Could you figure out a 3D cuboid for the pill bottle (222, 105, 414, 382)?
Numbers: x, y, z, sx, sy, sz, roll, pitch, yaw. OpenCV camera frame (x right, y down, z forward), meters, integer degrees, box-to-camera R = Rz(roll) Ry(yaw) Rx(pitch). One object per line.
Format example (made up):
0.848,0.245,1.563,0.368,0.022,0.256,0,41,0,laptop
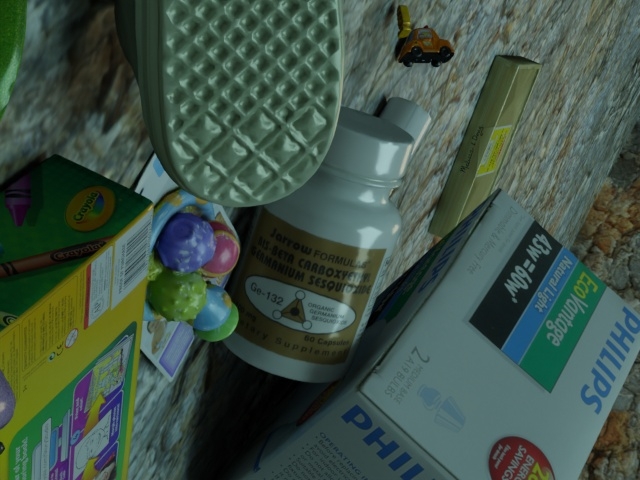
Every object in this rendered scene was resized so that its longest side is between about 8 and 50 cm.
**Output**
0.000,0.000,1.214,0.131,0.131,0.229,-23,135,-67,pill bottle

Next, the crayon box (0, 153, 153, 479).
-0.191,0.106,0.852,0.165,0.081,0.278,-47,155,-48,crayon box

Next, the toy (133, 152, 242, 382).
-0.100,0.024,1.067,0.137,0.056,0.237,-62,163,-18,toy

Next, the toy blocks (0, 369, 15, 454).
-0.229,0.245,0.675,0.289,0.309,0.260,-29,-179,-14,toy blocks

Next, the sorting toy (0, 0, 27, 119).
-0.196,-0.113,0.555,0.126,0.127,0.365,12,106,-44,sorting toy

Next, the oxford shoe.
-0.046,-0.239,0.773,0.130,0.169,0.449,-120,-149,-57,oxford shoe

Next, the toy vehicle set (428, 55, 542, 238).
0.238,-0.135,1.943,0.166,0.035,0.266,-17,129,-69,toy vehicle set

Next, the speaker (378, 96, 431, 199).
0.066,-0.085,1.440,0.136,0.055,0.055,-61,163,-17,speaker

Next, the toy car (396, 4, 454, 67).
0.108,-0.215,1.392,0.122,0.060,0.040,72,12,-76,toy car

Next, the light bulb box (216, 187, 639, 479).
0.099,0.195,1.403,0.361,0.225,0.358,-45,-177,44,light bulb box
